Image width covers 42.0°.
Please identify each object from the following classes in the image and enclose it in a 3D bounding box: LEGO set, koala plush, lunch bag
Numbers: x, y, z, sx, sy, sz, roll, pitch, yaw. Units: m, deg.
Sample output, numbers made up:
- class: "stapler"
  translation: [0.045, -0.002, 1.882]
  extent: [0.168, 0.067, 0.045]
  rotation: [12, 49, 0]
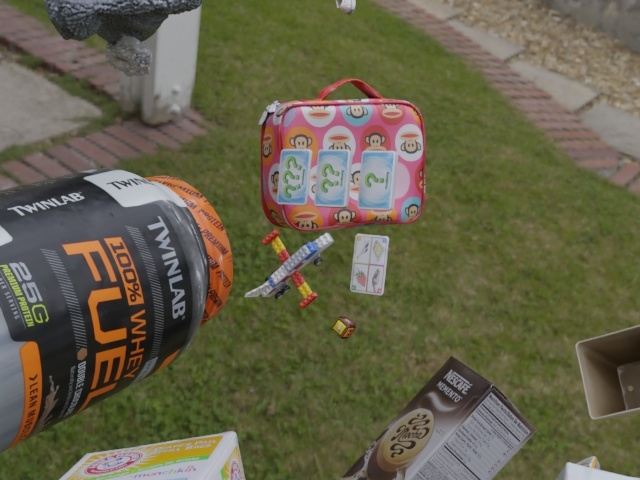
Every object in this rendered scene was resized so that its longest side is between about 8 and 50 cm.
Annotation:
- class: "LEGO set"
  translation: [0.000, 0.000, 1.084]
  extent: [0.182, 0.244, 0.060]
  rotation: [5, -1, 31]
- class: "koala plush"
  translation: [-0.239, -0.311, 1.034]
  extent: [0.203, 0.221, 0.196]
  rotation: [-5, 78, -17]
- class: "lunch bag"
  translation: [0.042, -0.149, 1.447]
  extent: [0.293, 0.258, 0.120]
  rotation: [-3, 5, -26]

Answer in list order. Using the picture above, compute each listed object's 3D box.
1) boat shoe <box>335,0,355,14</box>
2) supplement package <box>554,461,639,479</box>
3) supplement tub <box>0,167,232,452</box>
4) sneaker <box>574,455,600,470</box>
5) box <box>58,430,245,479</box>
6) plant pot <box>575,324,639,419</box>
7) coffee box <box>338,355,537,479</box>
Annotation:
- class: "boat shoe"
  translation: [0.037, -0.448, 1.489]
  extent: [0.035, 0.035, 0.100]
  rotation: [12, 60, -32]
- class: "supplement package"
  translation: [0.390, 0.469, 1.104]
  extent: [0.199, 0.198, 0.263]
  rotation: [12, 59, 8]
- class: "supplement tub"
  translation: [-0.246, 0.054, 0.734]
  extent: [0.207, 0.207, 0.338]
  rotation: [29, 30, 25]
- class: "sneaker"
  translation: [0.470, 0.485, 1.512]
  extent: [0.083, 0.084, 0.215]
  rotation: [39, 50, -3]
- class: "box"
  translation: [-0.111, 0.198, 0.477]
  extent: [0.114, 0.103, 0.203]
  rotation: [-10, 5, 8]
- class: "plant pot"
  translation: [0.426, 0.186, 1.131]
  extent: [0.096, 0.109, 0.109]
  rotation: [25, 51, -44]
- class: "coffee box"
  translation: [0.181, 0.351, 1.352]
  extent: [0.119, 0.297, 0.168]
  rotation: [44, -5, -15]
